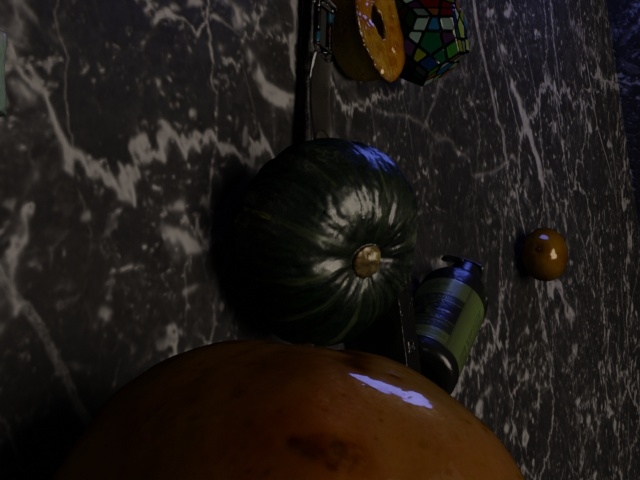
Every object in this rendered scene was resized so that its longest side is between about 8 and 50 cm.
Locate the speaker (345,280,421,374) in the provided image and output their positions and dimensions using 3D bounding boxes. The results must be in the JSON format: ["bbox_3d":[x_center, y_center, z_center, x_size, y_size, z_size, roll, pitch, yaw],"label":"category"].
[{"bbox_3d":[0.064,0.072,1.183,0.044,0.082,0.218,-20,105,-63],"label":"speaker"}]

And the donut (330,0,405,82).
[{"bbox_3d":[0.054,-0.269,1.248,0.152,0.058,0.152,23,64,-60],"label":"donut"}]

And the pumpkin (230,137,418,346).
[{"bbox_3d":[0.002,0.001,0.995,0.211,0.152,0.212,-8,104,-34],"label":"pumpkin"}]

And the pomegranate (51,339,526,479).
[{"bbox_3d":[-0.023,0.276,0.684,0.410,0.410,0.410,19,68,-61],"label":"pomegranate"}]

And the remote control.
[{"bbox_3d":[-0.004,-0.186,1.150,0.059,0.028,0.212,25,63,-61],"label":"remote control"}]

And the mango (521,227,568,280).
[{"bbox_3d":[0.435,0.026,1.910,0.184,0.084,0.102,-3,89,-68],"label":"mango"}]

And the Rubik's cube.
[{"bbox_3d":[0.139,-0.277,1.353,0.112,0.133,0.133,55,27,8],"label":"Rubik's cube"}]

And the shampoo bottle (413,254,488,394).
[{"bbox_3d":[0.169,0.104,1.357,0.284,0.101,0.101,-53,131,-53],"label":"shampoo bottle"}]

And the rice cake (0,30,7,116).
[{"bbox_3d":[-0.295,-0.099,0.534,0.336,0.063,0.066,-14,106,-64],"label":"rice cake"}]
